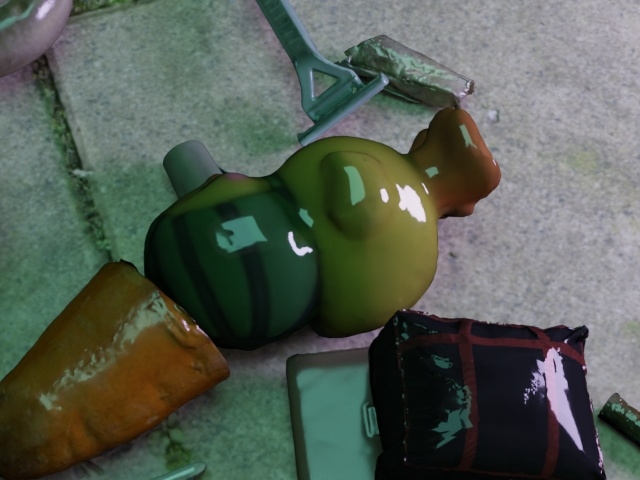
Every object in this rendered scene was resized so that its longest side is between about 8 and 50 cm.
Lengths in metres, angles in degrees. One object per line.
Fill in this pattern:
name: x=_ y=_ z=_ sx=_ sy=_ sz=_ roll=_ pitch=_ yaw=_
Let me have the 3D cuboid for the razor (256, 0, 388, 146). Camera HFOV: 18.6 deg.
razor: x=-0.038 y=-0.233 z=2.070 sx=0.111 sy=0.056 sz=0.278 roll=-37 pitch=60 yaw=10

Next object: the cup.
cup: x=-0.113 y=-0.060 z=1.990 sx=0.075 sy=0.054 sz=0.083 roll=-24 pitch=62 yaw=-12

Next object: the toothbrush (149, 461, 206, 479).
toothbrush: x=-0.226 y=0.266 z=1.829 sx=0.263 sy=0.022 sz=0.026 roll=-21 pitch=76 yaw=-12

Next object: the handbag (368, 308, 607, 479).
handbag: x=0.152 y=0.154 z=1.812 sx=0.215 sy=0.155 sz=0.169 roll=7 pitch=66 yaw=-15

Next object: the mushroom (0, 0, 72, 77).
mushroom: x=-0.358 y=-0.276 z=2.015 sx=0.207 sy=0.215 sz=0.207 roll=2 pitch=68 yaw=-5

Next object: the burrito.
burrito: x=0.091 y=-0.177 z=2.063 sx=0.149 sy=0.041 sz=0.055 roll=21 pitch=77 yaw=11

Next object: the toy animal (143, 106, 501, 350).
toy animal: x=0.000 y=0.003 z=1.880 sx=0.338 sy=0.216 sz=0.191 roll=-18 pitch=90 yaw=-12

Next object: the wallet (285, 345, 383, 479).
wallet: x=0.030 y=0.178 z=1.871 sx=0.118 sy=0.039 sz=0.153 roll=-4 pitch=65 yaw=-2

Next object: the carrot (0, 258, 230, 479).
carrot: x=-0.221 y=0.138 z=1.825 sx=0.225 sy=0.159 sz=0.159 roll=-39 pitch=69 yaw=-17

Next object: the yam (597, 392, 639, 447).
yam: x=0.326 y=0.195 z=1.872 sx=0.129 sy=0.027 sz=0.033 roll=37 pitch=68 yaw=17
